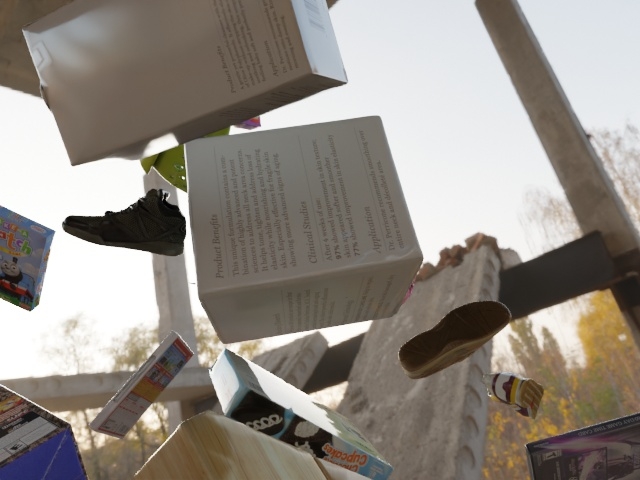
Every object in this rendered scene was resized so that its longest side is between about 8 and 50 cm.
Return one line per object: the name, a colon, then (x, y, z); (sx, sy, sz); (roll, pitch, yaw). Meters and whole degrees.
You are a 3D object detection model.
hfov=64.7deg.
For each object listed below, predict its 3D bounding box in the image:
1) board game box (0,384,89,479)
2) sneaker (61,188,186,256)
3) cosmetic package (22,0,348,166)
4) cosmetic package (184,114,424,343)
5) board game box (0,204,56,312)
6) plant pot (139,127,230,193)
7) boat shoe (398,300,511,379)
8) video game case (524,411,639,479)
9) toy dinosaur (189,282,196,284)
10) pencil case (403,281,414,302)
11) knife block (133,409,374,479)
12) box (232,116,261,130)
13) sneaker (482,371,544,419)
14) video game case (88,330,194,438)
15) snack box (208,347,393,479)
board game box: (-0.554, 0.374, 0.800); (0.290, 0.141, 0.232); (4, 20, 38)
sneaker: (-0.372, -0.049, 0.979); (0.227, 0.130, 0.087); (8, 13, -16)
cosmetic package: (-0.175, -0.241, 0.658); (0.365, 0.197, 0.155); (-13, 8, 22)
cosmetic package: (-0.045, -0.011, 1.041); (0.393, 0.330, 0.327); (-8, -25, -5)
board game box: (-0.665, 0.035, 1.075); (0.160, 0.039, 0.212); (26, -64, -4)
plant pot: (-0.413, -0.300, 1.534); (0.207, 0.227, 0.228); (19, -33, -24)
boat shoe: (0.383, 0.284, 1.443); (0.341, 0.122, 0.110); (-26, -44, 0)
video game case: (0.496, 0.373, 0.864); (0.274, 0.026, 0.196); (-18, -57, 6)
toy dinosaur: (-0.316, 0.106, 1.497); (0.053, 0.093, 0.183); (14, -48, -44)
pencil case: (0.111, 0.057, 1.501); (0.386, 0.160, 0.167); (28, -45, -25)
knife block: (-0.010, 0.276, 0.334); (0.275, 0.242, 0.088); (31, -62, -18)
box: (-0.281, -0.417, 1.340); (0.057, 0.201, 0.293); (-6, -3, 35)
sneaker: (0.365, 0.285, 0.957); (0.083, 0.070, 0.185); (13, -20, 37)
video game case: (-0.451, 0.378, 1.311); (0.285, 0.025, 0.204); (-50, -15, -22)
snack box: (-0.039, 0.317, 0.896); (0.322, 0.060, 0.187); (36, -6, -20)
